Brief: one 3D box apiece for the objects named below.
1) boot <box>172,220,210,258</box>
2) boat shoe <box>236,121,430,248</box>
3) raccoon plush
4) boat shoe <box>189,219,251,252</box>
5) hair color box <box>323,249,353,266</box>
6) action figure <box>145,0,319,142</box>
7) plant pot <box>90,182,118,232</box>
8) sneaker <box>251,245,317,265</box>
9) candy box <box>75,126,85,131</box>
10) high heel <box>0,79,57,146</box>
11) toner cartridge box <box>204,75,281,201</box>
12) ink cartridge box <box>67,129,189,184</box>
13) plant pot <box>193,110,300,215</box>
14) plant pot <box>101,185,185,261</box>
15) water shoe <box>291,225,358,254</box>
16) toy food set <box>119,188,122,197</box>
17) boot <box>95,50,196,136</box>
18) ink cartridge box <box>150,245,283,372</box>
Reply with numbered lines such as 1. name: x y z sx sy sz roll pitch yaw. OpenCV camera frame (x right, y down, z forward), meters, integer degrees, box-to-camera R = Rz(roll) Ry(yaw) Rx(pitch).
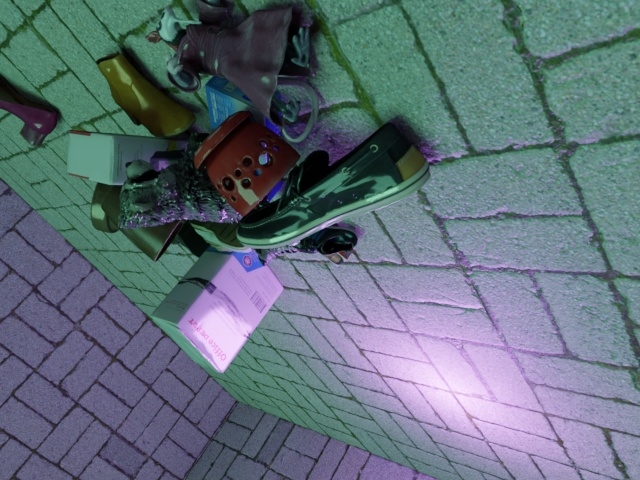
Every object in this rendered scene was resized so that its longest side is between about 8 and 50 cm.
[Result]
1. boot: -0.544 -0.017 2.089 0.263 0.091 0.229 45 155 -9
2. boat shoe: -0.006 -0.115 1.189 0.500 0.186 0.156 -20 112 34
3. raccoon plush: -0.277 -0.065 1.336 0.447 0.299 0.216 35 151 -1
4. boat shoe: -0.313 -0.020 1.807 0.302 0.113 0.103 25 152 39
5. hair color box: 0.018 0.009 1.553 0.141 0.043 0.072 38 150 -5
6. action figure: -0.182 -0.389 1.088 0.370 0.248 0.276 22 175 22
7. plant pot: -0.632 -0.130 1.869 0.230 0.263 0.263 16 150 0
8. sneaker: -0.120 0.034 1.644 0.229 0.132 0.086 13 144 35
9. candy box: -0.852 -0.327 1.999 0.105 0.027 0.206 38 151 2
10. high heel: -1.103 -0.530 1.932 0.377 0.127 0.181 46 121 -9
11. toner cartridge box: -0.186 -0.250 1.354 0.165 0.075 0.347 26 150 13
12. ink cartridge box: -0.502 -0.226 1.489 0.226 0.306 0.131 12 103 36
13. plant pot: -0.166 -0.178 1.185 0.174 0.191 0.191 46 150 -8
14. plant pot: -0.562 -0.082 1.699 0.231 0.215 0.215 33 152 -9
15. water shoe: 0.000 0.000 1.465 0.203 0.080 0.072 -6 115 21
16. toy food set: -0.415 -0.119 1.565 0.220 0.306 0.092 -156 68 -63
17. boot: -0.475 -0.393 1.422 0.295 0.104 0.211 18 147 37
18. ink cartridge box: -0.352 0.216 1.888 0.166 0.394 0.285 7 139 41
